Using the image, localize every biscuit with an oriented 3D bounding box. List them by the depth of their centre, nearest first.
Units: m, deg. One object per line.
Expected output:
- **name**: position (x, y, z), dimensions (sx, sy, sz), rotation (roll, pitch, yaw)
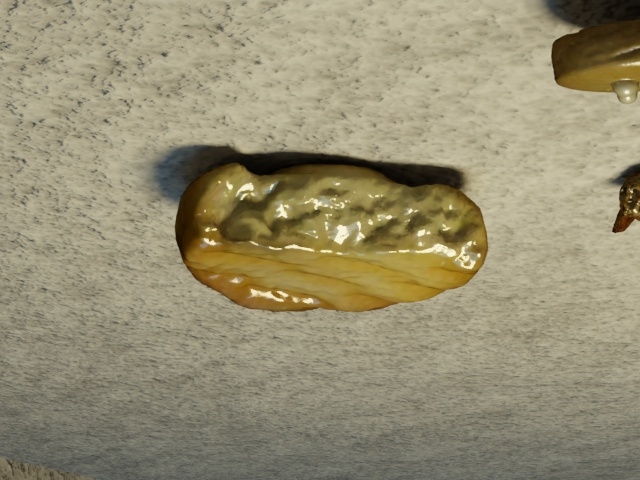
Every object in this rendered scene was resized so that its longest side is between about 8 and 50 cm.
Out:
- **biscuit**: position (0.298, -0.121, 0.888), dimensions (0.301, 0.049, 0.197), rotation (-4, 174, 12)
- **biscuit**: position (0.000, -0.001, 1.272), dimensions (0.274, 0.091, 0.213), rotation (5, 160, -17)

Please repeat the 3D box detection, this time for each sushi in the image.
- **sushi**: position (0.300, -0.041, 1.200), dimensions (0.055, 0.052, 0.120), rotation (-3, 173, -45)
